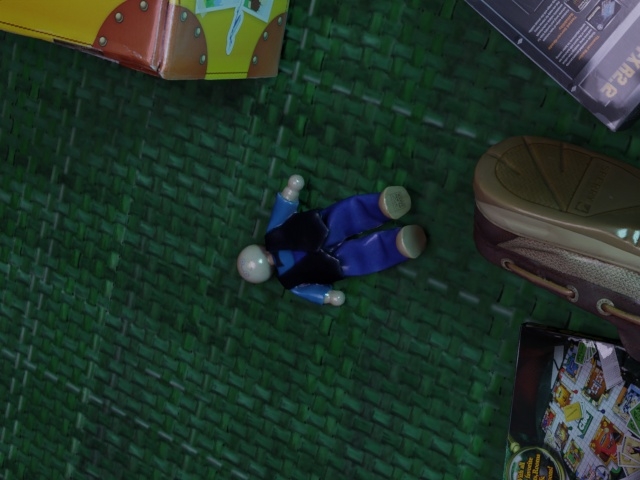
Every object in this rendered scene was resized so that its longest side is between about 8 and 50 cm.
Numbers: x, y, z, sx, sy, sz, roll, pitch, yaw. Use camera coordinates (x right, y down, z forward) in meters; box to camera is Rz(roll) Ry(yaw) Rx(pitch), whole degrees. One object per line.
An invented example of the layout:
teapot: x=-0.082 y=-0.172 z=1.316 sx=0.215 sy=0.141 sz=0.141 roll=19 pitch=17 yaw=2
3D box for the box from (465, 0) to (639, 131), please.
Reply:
box: x=0.238 y=-0.228 z=0.886 sx=0.183 sy=0.056 sz=0.231 roll=44 pitch=116 yaw=14

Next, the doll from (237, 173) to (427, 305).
doll: x=0.000 y=0.000 z=1.057 sx=0.189 sy=0.046 sz=0.129 roll=-18 pitch=99 yaw=36

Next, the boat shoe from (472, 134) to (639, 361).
boat shoe: x=0.272 y=0.034 z=0.893 sx=0.342 sy=0.123 sz=0.123 roll=22 pitch=138 yaw=18

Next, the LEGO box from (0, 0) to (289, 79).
LEGO box: x=-0.195 y=-0.423 z=1.008 sx=0.373 sy=0.193 sz=0.499 roll=18 pitch=106 yaw=25

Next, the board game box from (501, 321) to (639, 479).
board game box: x=0.221 y=0.206 z=0.984 sx=0.136 sy=0.030 sz=0.259 roll=11 pitch=103 yaw=24
